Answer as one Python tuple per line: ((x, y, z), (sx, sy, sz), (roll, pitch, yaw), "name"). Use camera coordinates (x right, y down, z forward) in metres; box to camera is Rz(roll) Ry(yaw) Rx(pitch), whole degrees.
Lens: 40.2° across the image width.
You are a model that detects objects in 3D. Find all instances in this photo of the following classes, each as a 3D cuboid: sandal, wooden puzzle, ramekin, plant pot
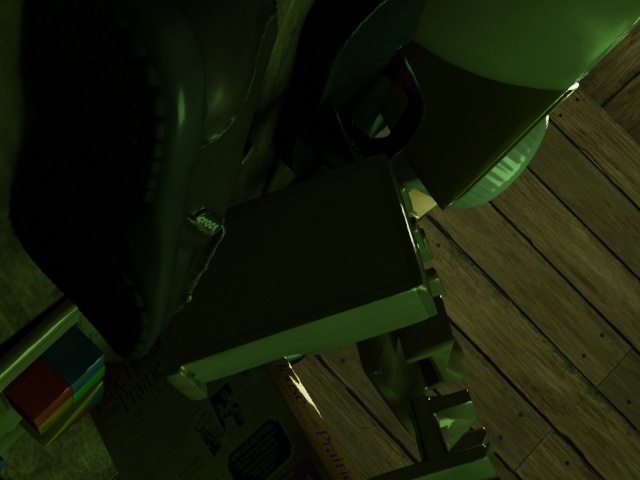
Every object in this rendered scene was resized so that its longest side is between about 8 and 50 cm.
((0.045, -0.140, 0.919), (0.167, 0.107, 0.446), (-43, 174, -9), "sandal")
((-0.339, 0.209, 0.940), (0.348, 0.080, 0.322), (-41, 174, -24), "wooden puzzle")
((0.244, -0.175, 1.403), (0.273, 0.127, 0.273), (-47, -158, 25), "ramekin")
((0.236, -0.268, 0.907), (0.284, 0.191, 0.284), (-42, 174, -6), "plant pot")
((0.189, -0.190, 1.150), (0.212, 0.187, 0.212), (-46, 174, 21), "plant pot")

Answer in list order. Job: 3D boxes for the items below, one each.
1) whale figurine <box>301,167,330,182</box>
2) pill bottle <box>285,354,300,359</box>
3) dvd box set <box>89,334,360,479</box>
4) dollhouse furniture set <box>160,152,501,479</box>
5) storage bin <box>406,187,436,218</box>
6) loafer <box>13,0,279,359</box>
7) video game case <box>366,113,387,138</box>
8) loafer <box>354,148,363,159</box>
((-0.061, 0.017, 1.313), (0.216, 0.141, 0.272), (-109, -141, -66), "whale figurine")
((-0.087, 0.174, 1.887), (0.181, 0.181, 0.323), (-42, 173, -13), "pill bottle")
((-0.138, 0.275, 1.148), (0.307, 0.420, 0.062), (-46, 152, 22), "dvd box set")
((0.017, 0.112, 0.985), (0.256, 0.362, 0.394), (-18, 147, 9), "dollhouse furniture set")
((0.331, -0.209, 2.276), (0.262, 0.123, 0.260), (-46, 174, 29), "storage bin")
((-0.098, -0.038, 0.551), (0.130, 0.134, 0.366), (-39, 173, -32), "loafer")
((0.133, -0.226, 1.357), (0.166, 0.015, 0.119), (-42, 173, -10), "video game case")
((0.062, -0.008, 1.364), (0.111, 0.112, 0.320), (-43, -151, 33), "loafer")
